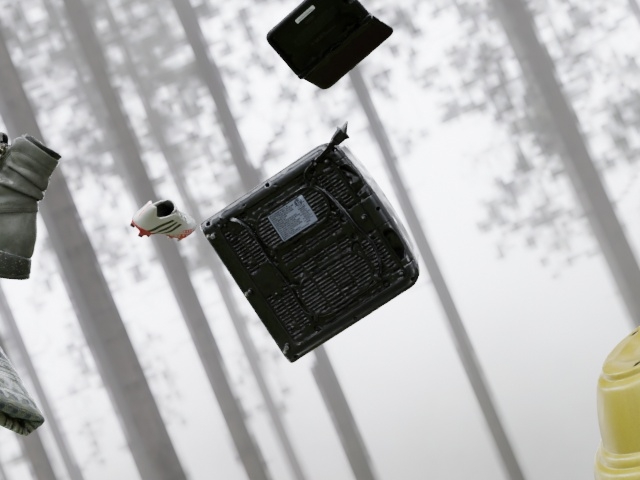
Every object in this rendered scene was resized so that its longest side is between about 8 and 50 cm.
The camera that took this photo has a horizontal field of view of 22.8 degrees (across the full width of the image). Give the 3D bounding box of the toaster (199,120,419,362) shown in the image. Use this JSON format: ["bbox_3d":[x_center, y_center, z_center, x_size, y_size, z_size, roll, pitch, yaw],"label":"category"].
[{"bbox_3d":[0.000,0.000,1.561,0.186,0.168,0.110,-34,4,9],"label":"toaster"}]

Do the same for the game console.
[{"bbox_3d":[0.012,-0.260,1.998,0.122,0.107,0.071,-40,7,16],"label":"game console"}]

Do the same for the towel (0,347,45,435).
[{"bbox_3d":[-0.430,0.050,1.421,0.324,0.312,0.056,27,-77,-44],"label":"towel"}]

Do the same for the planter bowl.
[{"bbox_3d":[0.260,0.098,1.100,0.217,0.090,0.217,-35,5,3],"label":"planter bowl"}]

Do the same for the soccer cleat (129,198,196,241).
[{"bbox_3d":[-0.132,-0.020,1.391,0.035,0.029,0.083,-50,-26,23],"label":"soccer cleat"}]

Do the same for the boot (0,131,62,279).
[{"bbox_3d":[-0.405,-0.055,1.683,0.247,0.161,0.083,11,-3,-1],"label":"boot"}]
